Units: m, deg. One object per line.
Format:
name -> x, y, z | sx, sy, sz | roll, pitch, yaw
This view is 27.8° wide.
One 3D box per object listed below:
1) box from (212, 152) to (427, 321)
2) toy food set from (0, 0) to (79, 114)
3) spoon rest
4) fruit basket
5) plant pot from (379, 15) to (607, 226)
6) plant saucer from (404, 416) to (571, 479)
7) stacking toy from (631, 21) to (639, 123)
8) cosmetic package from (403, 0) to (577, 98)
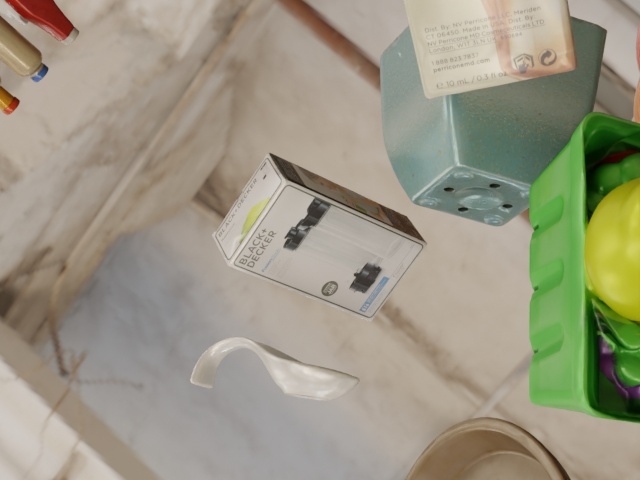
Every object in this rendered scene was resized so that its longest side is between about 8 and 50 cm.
box -> 0.000, 0.000, 1.996 | 0.290, 0.169, 0.087 | 25, -160, -34
toy food set -> -0.345, -0.270, 1.551 | 0.104, 0.111, 0.232 | 43, -124, -28
spoon rest -> -0.069, 0.194, 1.976 | 0.137, 0.276, 0.084 | 27, -112, -58
fruit basket -> 0.394, 0.029, 1.480 | 0.283, 0.392, 0.392 | 12, -145, -25
plant pot -> 0.229, -0.168, 1.798 | 0.248, 0.247, 0.252 | 14, -115, -18
plant saucer -> 0.131, 0.277, 1.001 | 0.041, 0.278, 0.278 | 10, -144, -27
stacking toy -> 0.556, -0.341, 1.818 | 0.350, 0.350, 0.480 | -91, -21, -59
cosmetic package -> 0.114, -0.282, 1.022 | 0.153, 0.129, 0.296 | -81, -23, -59
